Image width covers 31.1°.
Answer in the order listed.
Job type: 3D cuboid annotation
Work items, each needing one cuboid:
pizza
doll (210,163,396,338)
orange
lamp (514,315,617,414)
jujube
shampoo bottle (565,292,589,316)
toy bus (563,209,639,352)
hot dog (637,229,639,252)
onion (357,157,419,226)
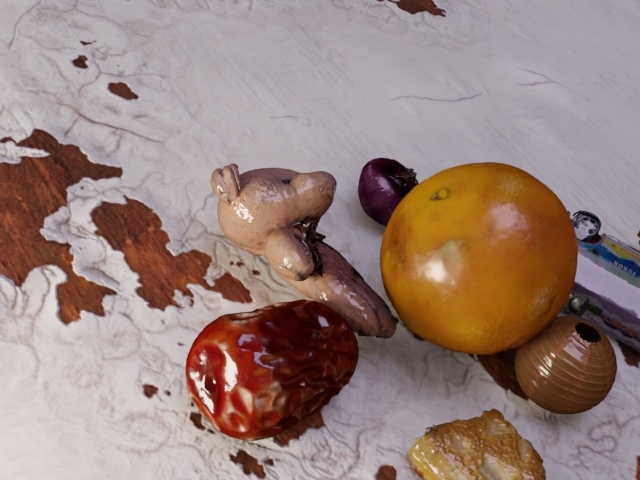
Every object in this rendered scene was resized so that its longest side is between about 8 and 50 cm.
[{"bbox_3d":[0.202,0.273,1.431,0.182,0.062,0.161,21,47,4],"label":"pizza"},{"bbox_3d":[0.000,0.000,1.530,0.303,0.156,0.201,39,3,19],"label":"doll"},{"bbox_3d":[0.206,0.021,1.513,0.261,0.261,0.261,13,41,-12],"label":"orange"},{"bbox_3d":[0.330,0.167,1.547,0.136,0.136,0.136,13,41,-12],"label":"lamp"},{"bbox_3d":[-0.053,0.146,1.378,0.155,0.155,0.230,42,38,21],"label":"jujube"},{"bbox_3d":[0.288,0.054,1.658,0.207,0.057,0.063,25,23,29],"label":"shampoo bottle"},{"bbox_3d":[0.435,0.069,1.726,0.317,0.112,0.138,28,51,7],"label":"toy bus"},{"bbox_3d":[0.549,0.033,1.816,0.045,0.071,0.165,-12,27,-6],"label":"hot dog"},{"bbox_3d":[0.109,-0.076,1.727,0.115,0.104,0.115,22,46,-25],"label":"onion"}]
